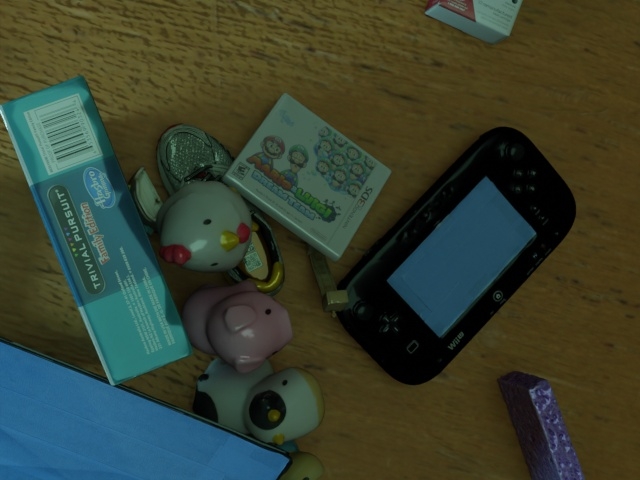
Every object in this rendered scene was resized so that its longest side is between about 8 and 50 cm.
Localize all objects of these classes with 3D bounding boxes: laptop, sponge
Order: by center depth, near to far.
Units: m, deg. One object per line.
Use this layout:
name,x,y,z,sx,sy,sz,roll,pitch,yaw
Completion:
laptop,-0.294,0.325,1.026,0.382,0.236,0.408,24,76,-10
sponge,0.272,0.260,1.271,0.031,0.117,0.210,-21,93,-9

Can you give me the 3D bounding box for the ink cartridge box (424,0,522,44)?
ink cartridge box,0.199,-0.320,1.295,0.099,0.056,0.135,22,85,-11

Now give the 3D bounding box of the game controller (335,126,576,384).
game controller,0.164,0.018,1.278,0.166,0.067,0.319,45,82,-8

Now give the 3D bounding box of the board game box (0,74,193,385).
board game box,-0.221,-0.004,1.058,0.079,0.336,0.253,-22,93,-12

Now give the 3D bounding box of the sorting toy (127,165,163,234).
sorting toy,-0.195,-0.039,1.198,0.045,0.075,0.083,-29,95,-11

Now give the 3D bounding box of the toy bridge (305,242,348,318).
toy bridge,0.000,0.000,1.239,0.026,0.063,0.188,-5,69,-13

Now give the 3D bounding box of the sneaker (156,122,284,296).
sneaker,-0.103,-0.035,1.208,0.088,0.093,0.225,-35,96,-10

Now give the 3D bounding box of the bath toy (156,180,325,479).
bath toy,-0.088,0.110,1.134,0.151,0.129,0.348,-8,109,16

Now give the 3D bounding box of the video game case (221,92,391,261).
video game case,-0.012,-0.073,1.216,0.157,0.019,0.143,36,57,-6
